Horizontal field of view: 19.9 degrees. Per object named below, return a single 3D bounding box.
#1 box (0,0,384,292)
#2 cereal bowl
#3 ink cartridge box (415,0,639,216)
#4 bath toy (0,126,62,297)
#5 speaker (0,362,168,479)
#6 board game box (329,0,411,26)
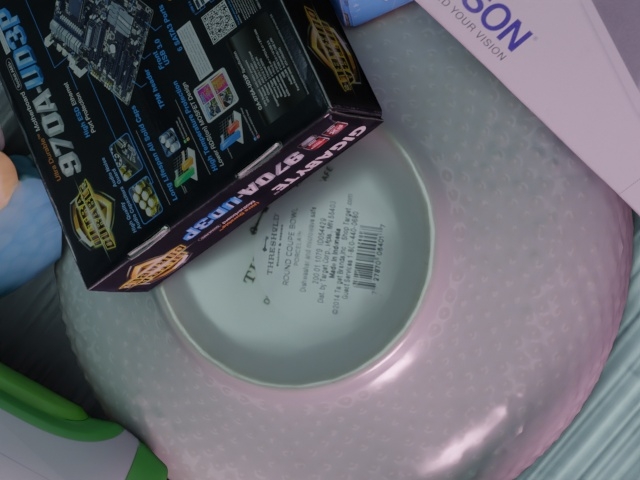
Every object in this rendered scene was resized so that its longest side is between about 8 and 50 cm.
[{"bbox_3d":[-0.086,-0.109,0.930,0.175,0.051,0.220,-35,70,28],"label":"box"},{"bbox_3d":[0.000,0.000,1.011,0.339,0.141,0.339,0,88,15],"label":"cereal bowl"},{"bbox_3d":[0.183,-0.140,0.891,0.223,0.045,0.224,40,111,-21],"label":"ink cartridge box"},{"bbox_3d":[-0.293,-0.091,1.035,0.129,0.151,0.348,-31,53,-28],"label":"bath toy"},{"bbox_3d":[-0.235,0.097,0.970,0.296,0.131,0.131,30,97,-8],"label":"speaker"},{"bbox_3d":[0.111,-0.281,0.863,0.308,0.302,0.086,-25,58,-5],"label":"board game box"}]
